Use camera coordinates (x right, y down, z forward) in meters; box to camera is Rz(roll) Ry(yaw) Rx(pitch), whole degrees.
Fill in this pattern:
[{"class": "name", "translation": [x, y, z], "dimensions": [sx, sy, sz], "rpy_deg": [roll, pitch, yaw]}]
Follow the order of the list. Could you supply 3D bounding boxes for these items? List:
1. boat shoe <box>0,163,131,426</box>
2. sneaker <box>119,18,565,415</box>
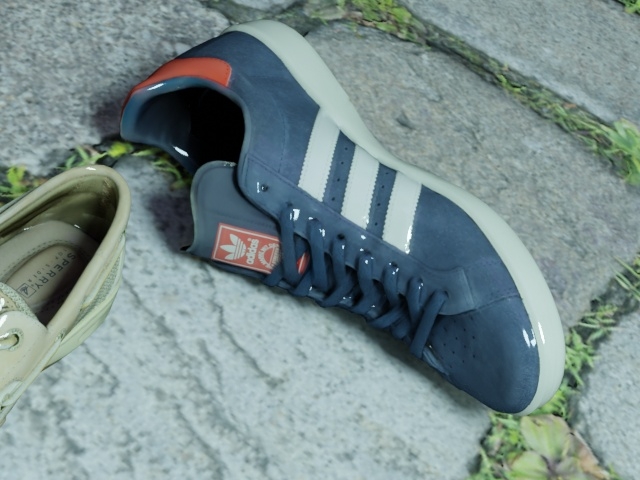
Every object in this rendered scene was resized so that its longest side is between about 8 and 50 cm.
[{"class": "boat shoe", "translation": [-0.199, 0.054, 0.838], "dimensions": [0.109, 0.098, 0.302], "rpy_deg": [34, 40, 7]}, {"class": "sneaker", "translation": [0.000, 0.000, 1.001], "dimensions": [0.148, 0.131, 0.350], "rpy_deg": [-25, 56, -36]}]
